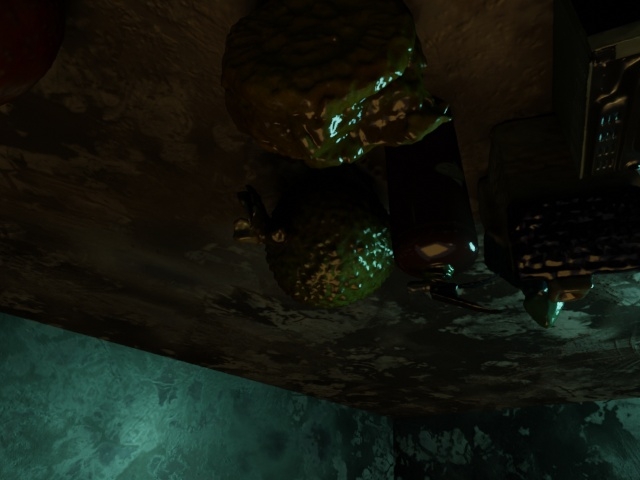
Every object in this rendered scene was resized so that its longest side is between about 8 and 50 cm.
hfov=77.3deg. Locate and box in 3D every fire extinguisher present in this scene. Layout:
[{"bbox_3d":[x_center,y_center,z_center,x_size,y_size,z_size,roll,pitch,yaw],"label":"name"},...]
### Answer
[{"bbox_3d":[0.164,-0.054,0.577,0.135,0.337,0.114,-5,148,14],"label":"fire extinguisher"}]

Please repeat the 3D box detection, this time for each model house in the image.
[{"bbox_3d":[0.400,-0.013,0.674,0.243,0.284,0.298,-3,147,22],"label":"model house"}]

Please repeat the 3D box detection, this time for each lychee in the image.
[{"bbox_3d":[0.010,0.001,0.769,0.270,0.270,0.320,-26,174,39],"label":"lychee"}]

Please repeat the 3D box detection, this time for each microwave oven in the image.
[{"bbox_3d":[0.439,-0.213,0.437,0.295,0.181,0.237,-11,143,23],"label":"microwave oven"}]

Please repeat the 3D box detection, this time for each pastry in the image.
[{"bbox_3d":[0.001,-0.200,0.473,0.240,0.235,0.132,-19,139,9],"label":"pastry"}]

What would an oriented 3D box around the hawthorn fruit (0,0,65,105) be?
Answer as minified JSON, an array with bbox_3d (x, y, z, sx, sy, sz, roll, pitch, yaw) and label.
[{"bbox_3d":[-0.429,-0.236,0.375,0.285,0.369,0.284,-5,132,-5],"label":"hawthorn fruit"}]
